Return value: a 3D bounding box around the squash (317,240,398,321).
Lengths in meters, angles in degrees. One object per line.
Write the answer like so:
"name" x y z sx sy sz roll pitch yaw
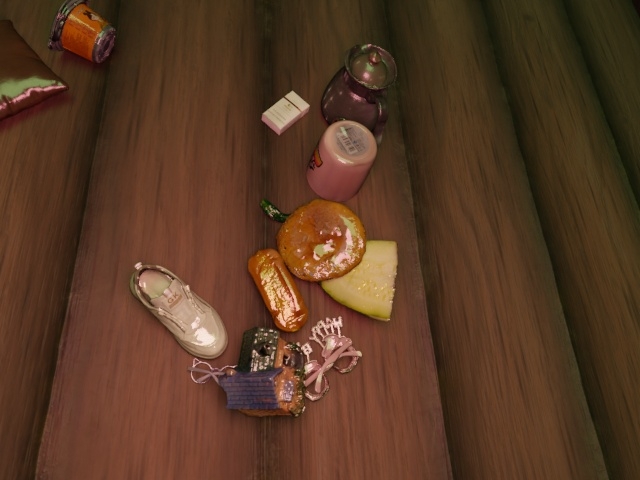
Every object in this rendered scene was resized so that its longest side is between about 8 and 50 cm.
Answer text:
"squash" 0.094 0.102 1.164 0.154 0.204 0.237 28 60 -26

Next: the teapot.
"teapot" 0.126 -0.475 1.332 0.223 0.285 0.306 18 64 -6

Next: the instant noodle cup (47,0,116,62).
"instant noodle cup" -0.716 -0.634 1.258 0.125 0.177 0.208 28 83 -16

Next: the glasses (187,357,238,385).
"glasses" -0.262 0.325 1.006 0.139 0.104 0.063 11 68 -6

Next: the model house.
"model house" -0.138 0.311 0.979 0.166 0.172 0.183 -10 52 20

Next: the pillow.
"pillow" -0.936 -0.466 1.155 0.305 0.108 0.308 46 65 5

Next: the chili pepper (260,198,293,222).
"chili pepper" -0.130 -0.086 1.246 0.117 0.035 0.056 19 63 -7

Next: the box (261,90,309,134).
"box" -0.117 -0.436 1.390 0.084 0.040 0.154 40 64 7

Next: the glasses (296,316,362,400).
"glasses" -0.006 0.309 1.086 0.255 0.095 0.162 -35 70 -26

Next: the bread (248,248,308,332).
"bread" -0.119 0.138 1.128 0.101 0.094 0.246 -23 76 -16

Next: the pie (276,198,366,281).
"pie" -0.001 -0.001 1.184 0.273 0.069 0.274 -4 74 14

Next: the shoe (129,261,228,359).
"shoe" -0.358 0.162 1.021 0.316 0.159 0.124 38 63 6

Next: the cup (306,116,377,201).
"cup" 0.067 -0.280 1.285 0.191 0.200 0.253 2 67 -13
